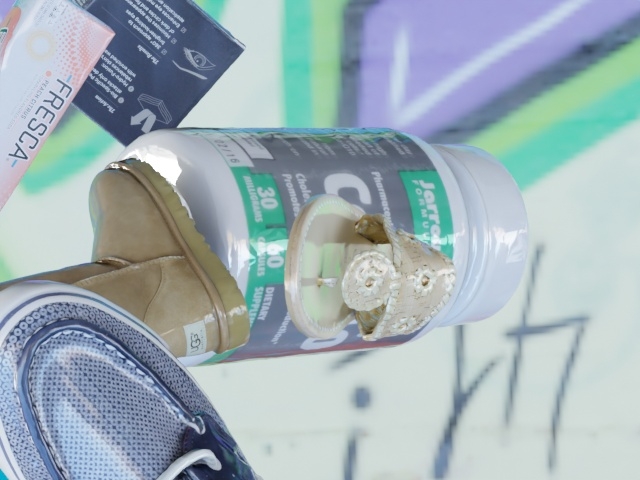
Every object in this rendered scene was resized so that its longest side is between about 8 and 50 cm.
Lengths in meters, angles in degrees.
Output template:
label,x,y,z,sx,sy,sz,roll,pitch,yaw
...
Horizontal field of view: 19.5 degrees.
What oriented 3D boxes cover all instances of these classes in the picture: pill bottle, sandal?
label,x,y,z,sx,sy,sz,roll,pitch,yaw
pill bottle,0.000,0.000,1.650,0.361,0.204,0.204,-4,-178,-40
sandal,0.047,0.019,1.148,0.079,0.088,0.240,0,176,15

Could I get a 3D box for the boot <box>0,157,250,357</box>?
label,x,y,z,sx,sy,sz,roll,pitch,yaw
boot,-0.218,0.040,1.384,0.269,0.089,0.236,-17,-144,-23

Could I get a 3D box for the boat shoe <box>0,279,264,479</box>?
label,x,y,z,sx,sy,sz,roll,pitch,yaw
boat shoe,-0.064,0.165,1.074,0.127,0.340,0.158,-47,-150,-18

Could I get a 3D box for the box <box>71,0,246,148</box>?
label,x,y,z,sx,sy,sz,roll,pitch,yaw
box,-0.190,-0.191,1.856,0.156,0.158,0.093,40,-177,-27

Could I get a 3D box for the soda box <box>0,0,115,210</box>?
label,x,y,z,sx,sy,sz,roll,pitch,yaw
soda box,-0.220,-0.088,1.289,0.063,0.183,0.058,34,176,-24
